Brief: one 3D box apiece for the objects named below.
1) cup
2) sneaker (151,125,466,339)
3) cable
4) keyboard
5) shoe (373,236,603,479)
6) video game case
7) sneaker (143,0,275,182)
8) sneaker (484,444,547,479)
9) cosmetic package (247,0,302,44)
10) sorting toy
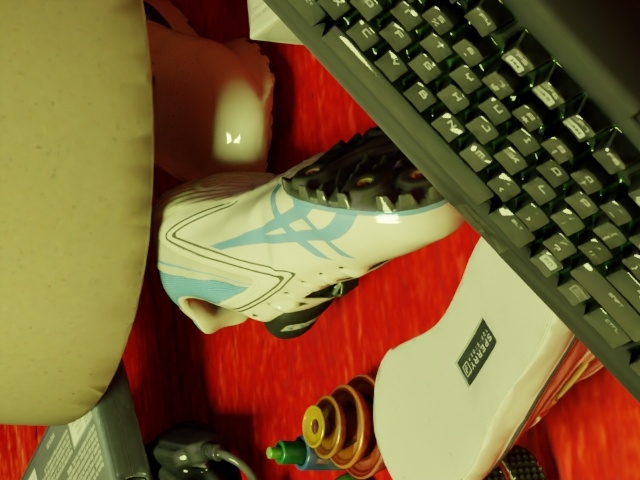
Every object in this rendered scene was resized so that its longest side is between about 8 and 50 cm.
[{"bbox_3d":[-0.257,-0.059,1.032,0.331,0.237,0.331,9,100,62],"label":"cup"},{"bbox_3d":[0.000,0.000,0.916,0.237,0.085,0.086,-10,105,58],"label":"sneaker"},{"bbox_3d":[-0.068,0.174,1.058,0.184,0.047,0.150,172,92,-66],"label":"cable"},{"bbox_3d":[0.093,-0.029,0.560,0.033,0.317,0.201,-49,8,-31],"label":"keyboard"},{"bbox_3d":[0.083,0.040,0.743,0.063,0.081,0.178,62,150,23],"label":"shoe"},{"bbox_3d":[-0.111,0.224,1.077,0.196,0.026,0.274,124,134,-56],"label":"video game case"},{"bbox_3d":[-0.101,-0.081,1.085,0.235,0.095,0.090,30,112,58],"label":"sneaker"},{"bbox_3d":[0.078,0.138,0.791,0.043,0.040,0.109,118,150,-63],"label":"sneaker"},{"bbox_3d":[0.039,-0.170,0.865,0.239,0.060,0.098,-29,61,58],"label":"cosmetic package"},{"bbox_3d":[0.003,0.109,0.922,0.061,0.042,0.102,37,119,58],"label":"sorting toy"}]
